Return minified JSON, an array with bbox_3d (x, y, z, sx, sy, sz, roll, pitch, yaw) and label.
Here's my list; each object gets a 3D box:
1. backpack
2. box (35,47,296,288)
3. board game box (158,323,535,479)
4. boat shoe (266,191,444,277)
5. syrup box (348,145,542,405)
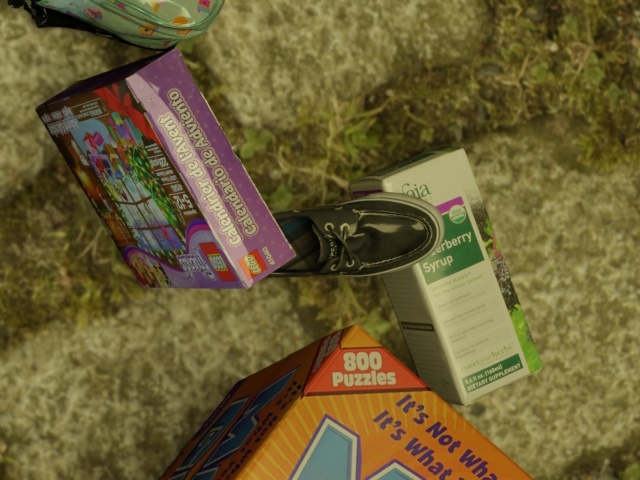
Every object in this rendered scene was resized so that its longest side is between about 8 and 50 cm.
[{"bbox_3d":[-0.177,-0.247,1.807,0.182,0.115,0.152,26,78,-22],"label":"backpack"},{"bbox_3d":[-0.143,-0.055,1.723,0.057,0.293,0.201,-34,101,-19],"label":"box"},{"bbox_3d":[0.001,0.343,1.698,0.356,0.356,0.356,41,69,-6],"label":"board game box"},{"bbox_3d":[0.000,0.000,1.841,0.229,0.076,0.080,1,103,8],"label":"boat shoe"},{"bbox_3d":[0.122,0.033,1.929,0.093,0.096,0.236,-23,99,-19],"label":"syrup box"}]
